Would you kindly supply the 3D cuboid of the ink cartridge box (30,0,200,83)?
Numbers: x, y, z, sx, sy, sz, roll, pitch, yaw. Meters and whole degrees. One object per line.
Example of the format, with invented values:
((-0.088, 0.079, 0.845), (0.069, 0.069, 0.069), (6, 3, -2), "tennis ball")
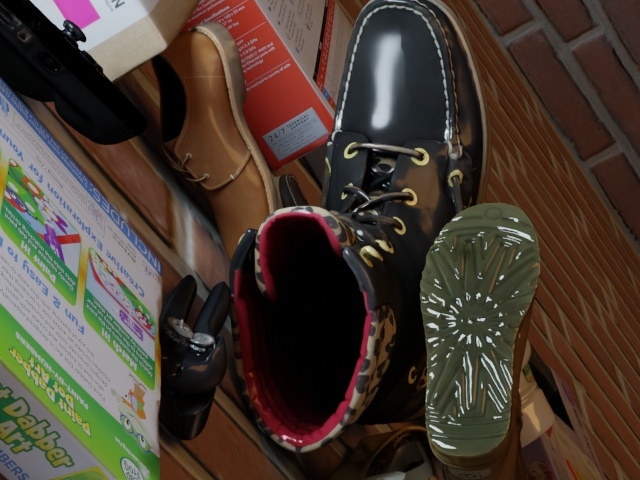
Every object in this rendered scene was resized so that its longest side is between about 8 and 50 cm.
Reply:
((-0.197, -0.246, 1.362), (0.235, 0.088, 0.193), (58, 14, -16), "ink cartridge box")

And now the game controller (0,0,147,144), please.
((-0.228, -0.175, 1.105), (0.166, 0.067, 0.319), (31, -10, 44), "game controller")

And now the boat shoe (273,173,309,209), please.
((0.000, 0.000, 1.633), (0.056, 0.049, 0.152), (26, 37, -64), "boat shoe")

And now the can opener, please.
((-0.094, 0.067, 1.228), (0.059, 0.073, 0.186), (18, 23, -8), "can opener")

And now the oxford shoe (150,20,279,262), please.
((-0.091, -0.065, 1.427), (0.076, 0.076, 0.212), (-24, 101, -37), "oxford shoe")

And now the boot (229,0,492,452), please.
((0.034, -0.017, 1.423), (0.284, 0.138, 0.377), (-14, 111, -70), "boot")

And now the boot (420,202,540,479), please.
((0.131, 0.133, 1.433), (0.269, 0.089, 0.236), (74, 26, -58), "boot")

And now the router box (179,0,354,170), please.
((-0.081, -0.267, 1.783), (0.301, 0.082, 0.335), (56, 16, -18), "router box")

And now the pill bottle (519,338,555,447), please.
((0.131, 0.100, 1.726), (0.229, 0.131, 0.131), (61, 15, -3), "pill bottle")

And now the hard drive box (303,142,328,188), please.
((0.062, -0.092, 1.925), (0.181, 0.089, 0.232), (57, 16, -13), "hard drive box")

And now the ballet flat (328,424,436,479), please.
((0.051, 0.198, 1.401), (0.080, 0.073, 0.232), (61, 15, -9), "ballet flat")

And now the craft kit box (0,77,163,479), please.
((-0.180, 0.017, 1.015), (0.250, 0.061, 0.247), (52, 15, -31), "craft kit box")

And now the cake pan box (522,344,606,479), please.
((0.254, 0.235, 2.016), (0.246, 0.070, 0.267), (46, 21, -50), "cake pan box")

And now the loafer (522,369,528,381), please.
((0.151, 0.091, 1.868), (0.102, 0.092, 0.268), (59, 14, -56), "loafer")
